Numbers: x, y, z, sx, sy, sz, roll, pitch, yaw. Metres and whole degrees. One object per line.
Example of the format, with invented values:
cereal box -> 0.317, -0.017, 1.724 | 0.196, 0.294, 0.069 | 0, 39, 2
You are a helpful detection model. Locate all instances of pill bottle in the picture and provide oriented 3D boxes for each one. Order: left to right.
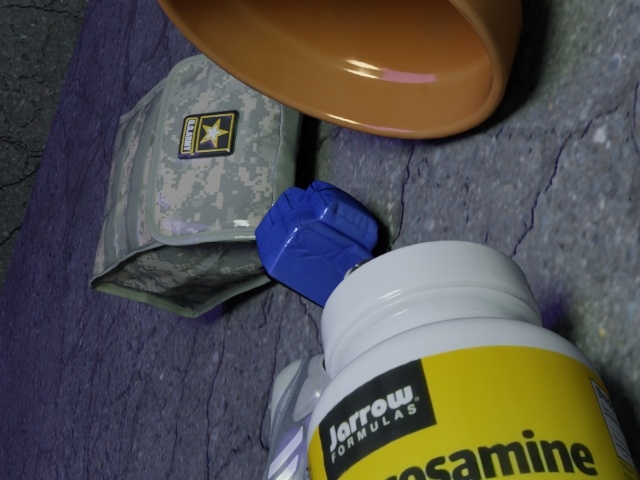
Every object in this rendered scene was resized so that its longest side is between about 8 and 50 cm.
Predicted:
pill bottle -> 0.093, 0.168, 0.650 | 0.188, 0.188, 0.334 | -56, 32, 38

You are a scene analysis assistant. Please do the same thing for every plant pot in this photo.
plant pot -> 0.035, -0.241, 0.898 | 0.291, 0.291, 0.203 | -18, 46, 62

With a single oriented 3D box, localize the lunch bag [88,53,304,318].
lunch bag -> -0.119, -0.068, 1.252 | 0.287, 0.169, 0.235 | -27, 51, 50

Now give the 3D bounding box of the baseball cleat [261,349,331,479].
baseball cleat -> -0.006, 0.194, 0.993 | 0.109, 0.072, 0.206 | -32, 53, 49

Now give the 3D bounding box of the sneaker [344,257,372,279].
sneaker -> 0.053, 0.136, 0.863 | 0.110, 0.107, 0.275 | 119, 152, -51

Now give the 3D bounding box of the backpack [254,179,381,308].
backpack -> 0.000, 0.000, 1.048 | 0.101, 0.098, 0.120 | -51, 20, 6
